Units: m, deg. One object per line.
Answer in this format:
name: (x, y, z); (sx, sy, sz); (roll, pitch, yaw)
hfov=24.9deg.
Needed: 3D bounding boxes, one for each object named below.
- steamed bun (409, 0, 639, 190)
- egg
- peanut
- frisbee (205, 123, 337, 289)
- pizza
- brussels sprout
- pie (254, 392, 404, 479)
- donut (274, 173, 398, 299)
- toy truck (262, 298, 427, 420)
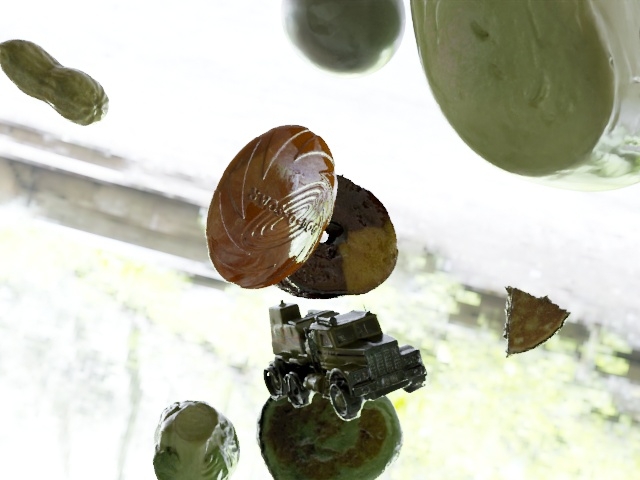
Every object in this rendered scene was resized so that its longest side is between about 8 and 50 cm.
steamed bun: (0.287, -0.285, 1.953); (0.290, 0.455, 0.371); (-15, 169, 31)
egg: (0.034, -0.317, 2.058); (0.176, 0.176, 0.232); (17, -156, -19)
peanut: (-0.393, -0.233, 2.111); (0.187, 0.082, 0.082); (32, 171, 0)
frisbee: (-0.044, -0.032, 1.575); (0.035, 0.192, 0.192); (26, -179, 39)
pizza: (0.293, 0.107, 1.974); (0.099, 0.100, 0.029); (-4, -171, -15)
brussels sprout: (-0.165, 0.279, 1.922); (0.118, 0.155, 0.155); (7, 172, -8)
pie: (0.011, 0.311, 2.306); (0.241, 0.240, 0.054); (12, 152, 13)
donut: (0.000, 0.000, 1.775); (0.184, 0.166, 0.073); (-13, 166, -33)
toy truck: (0.024, 0.144, 1.843); (0.127, 0.127, 0.257); (-16, -168, -26)
